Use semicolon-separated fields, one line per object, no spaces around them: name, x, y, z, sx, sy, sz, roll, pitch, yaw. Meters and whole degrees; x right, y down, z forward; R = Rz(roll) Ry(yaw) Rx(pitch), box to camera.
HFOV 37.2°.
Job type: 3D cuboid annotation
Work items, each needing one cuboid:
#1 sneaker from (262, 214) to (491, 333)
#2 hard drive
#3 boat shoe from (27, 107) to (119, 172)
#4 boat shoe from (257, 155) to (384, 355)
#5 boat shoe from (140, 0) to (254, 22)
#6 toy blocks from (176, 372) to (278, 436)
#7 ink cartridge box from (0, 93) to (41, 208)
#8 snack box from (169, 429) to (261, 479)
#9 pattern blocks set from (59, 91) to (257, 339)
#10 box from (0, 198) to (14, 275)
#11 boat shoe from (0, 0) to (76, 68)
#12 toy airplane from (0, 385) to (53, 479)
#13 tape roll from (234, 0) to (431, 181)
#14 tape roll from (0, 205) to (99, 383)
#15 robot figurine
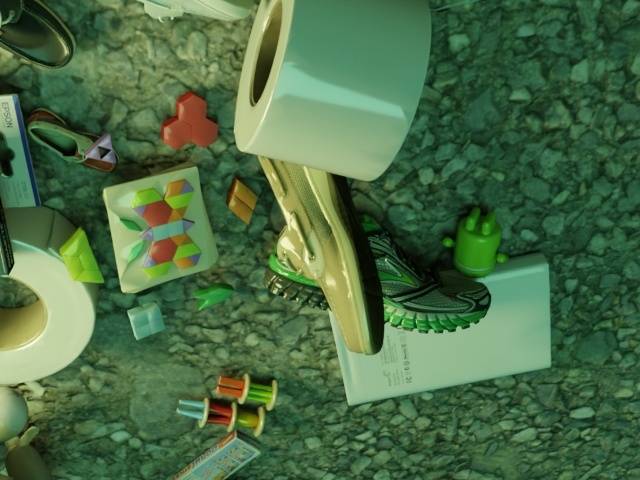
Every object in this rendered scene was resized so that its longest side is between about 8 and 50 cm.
sneaker;0.096;0.046;1.411;0.343;0.134;0.146;14;97;-11
hard drive;0.201;0.150;1.574;0.352;0.047;0.233;-11;127;1
boat shoe;-0.335;-0.129;1.291;0.137;0.043;0.049;34;114;-30
boat shoe;0.000;0.000;1.310;0.110;0.341;0.121;-19;172;14
boat shoe;-0.195;-0.314;1.158;0.227;0.079;0.081;22;130;-16
toy blocks;-0.160;0.272;1.610;0.148;0.054;0.123;13;125;-17
ink cartridge box;-0.566;-0.118;1.254;0.370;0.069;0.176;-2;126;-3
snack box;-0.193;0.411;1.729;0.178;0.022;0.064;-39;121;20
pattern blocks set;-0.222;-0.019;1.338;0.285;0.026;0.325;-29;126;-12
box;-0.524;-0.029;1.228;0.220;0.051;0.175;-6;109;-3
boat shoe;-0.403;-0.276;1.150;0.233;0.079;0.084;34;114;-30
toy airplane;-0.530;0.355;1.448;0.384;0.386;0.272;38;75;-20
tape roll;0.009;-0.207;1.154;0.169;0.246;0.246;12;124;-16
tape roll;-0.467;0.076;1.391;0.286;0.100;0.286;-4;127;-5
robot figurine;0.240;0.008;1.458;0.101;0.067;0.115;15;127;16
